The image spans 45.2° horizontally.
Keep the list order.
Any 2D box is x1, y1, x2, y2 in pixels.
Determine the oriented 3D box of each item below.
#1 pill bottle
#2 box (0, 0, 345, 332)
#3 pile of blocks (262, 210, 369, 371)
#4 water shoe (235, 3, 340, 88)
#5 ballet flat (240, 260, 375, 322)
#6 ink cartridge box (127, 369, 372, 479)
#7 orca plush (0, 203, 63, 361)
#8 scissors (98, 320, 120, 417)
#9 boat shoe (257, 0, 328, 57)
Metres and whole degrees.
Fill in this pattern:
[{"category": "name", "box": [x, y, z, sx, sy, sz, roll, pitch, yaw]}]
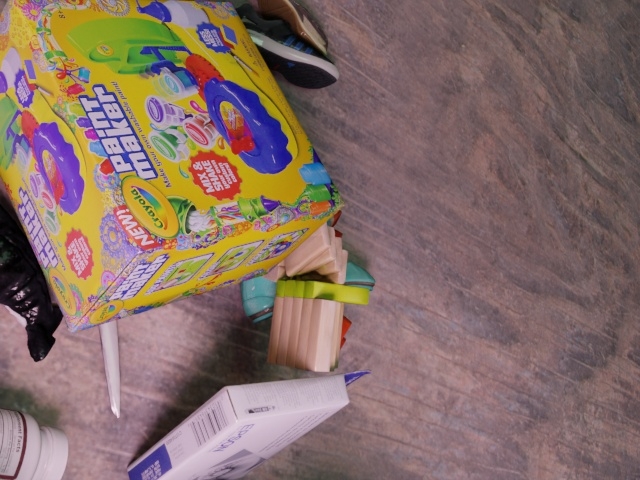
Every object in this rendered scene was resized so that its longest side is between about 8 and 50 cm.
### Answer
[{"category": "pill bottle", "box": [-0.328, 0.203, 0.739, 0.152, 0.086, 0.086, 24, 64, -39]}, {"category": "box", "box": [-0.179, -0.094, 0.840, 0.279, 0.177, 0.289, -17, 72, -45]}, {"category": "pile of blocks", "box": [0.000, 0.000, 0.981, 0.113, 0.149, 0.362, 9, 60, -35]}, {"category": "water shoe", "box": [-0.048, -0.292, 1.150, 0.203, 0.073, 0.080, 14, 68, -43]}, {"category": "ballet flat", "box": [-0.014, 0.051, 1.095, 0.247, 0.083, 0.087, -10, 79, -46]}, {"category": "ink cartridge box", "box": [-0.075, 0.224, 0.894, 0.224, 0.223, 0.045, 2, 56, -44]}, {"category": "orca plush", "box": [-0.351, 0.002, 0.754, 0.151, 0.102, 0.287, -45, 112, -41]}, {"category": "scissors", "box": [-0.247, 0.050, 0.903, 0.109, 0.021, 0.297, -23, 95, -47]}, {"category": "boat shoe", "box": [-0.041, -0.338, 1.186, 0.152, 0.056, 0.049, 48, 45, -39]}]
